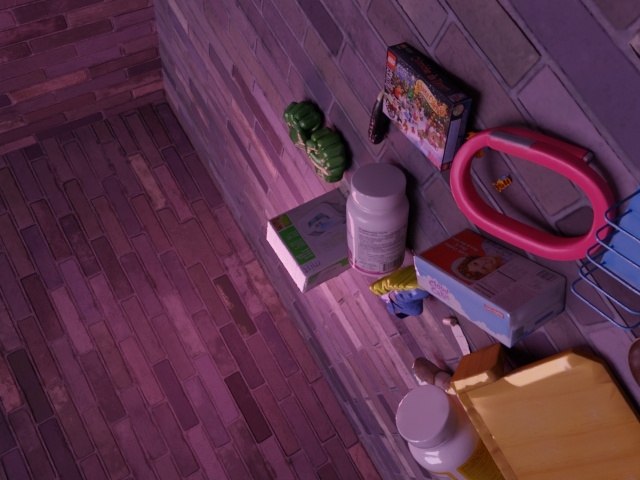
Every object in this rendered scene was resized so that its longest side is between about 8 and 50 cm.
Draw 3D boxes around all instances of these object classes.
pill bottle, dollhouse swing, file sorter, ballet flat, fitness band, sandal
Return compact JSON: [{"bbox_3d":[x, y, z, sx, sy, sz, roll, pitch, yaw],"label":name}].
[{"bbox_3d":[0.147,-0.051,1.338,0.160,0.160,0.283,48,155,37],"label":"pill bottle"},{"bbox_3d":[0.513,0.379,1.122,0.346,0.305,0.315,60,-159,8],"label":"dollhouse swing"},{"bbox_3d":[0.459,0.030,0.746,0.118,0.105,0.170,46,154,37],"label":"file sorter"},{"bbox_3d":[0.135,-0.295,1.212,0.049,0.058,0.173,60,160,25],"label":"ballet flat"},{"bbox_3d":[0.355,-0.081,0.884,0.291,0.054,0.209,32,145,34],"label":"fitness band"},{"bbox_3d":[0.393,0.474,1.515,0.316,0.108,0.106,57,140,2],"label":"ballet flat"},{"bbox_3d":[0.247,0.146,1.422,0.138,0.126,0.317,59,168,2],"label":"sandal"},{"bbox_3d":[0.332,0.493,1.244,0.334,0.188,0.188,46,170,-29],"label":"pill bottle"}]

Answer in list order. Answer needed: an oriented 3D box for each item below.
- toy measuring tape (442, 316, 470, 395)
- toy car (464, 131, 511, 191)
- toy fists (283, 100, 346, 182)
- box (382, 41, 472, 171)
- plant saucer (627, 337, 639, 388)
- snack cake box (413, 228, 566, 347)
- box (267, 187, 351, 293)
[{"bbox_3d":[0.376,0.374,1.377,0.330,0.121,0.121,65,160,-6],"label":"toy measuring tape"},{"bbox_3d":[0.323,-0.157,0.978,0.041,0.060,0.122,-33,104,28],"label":"toy car"},{"bbox_3d":[-0.018,-0.301,1.532,0.279,0.096,0.142,55,158,26],"label":"toy fists"},{"bbox_3d":[0.205,-0.272,1.040,0.159,0.044,0.233,86,158,-49],"label":"box"},{"bbox_3d":[0.574,0.218,0.811,0.168,0.029,0.168,51,156,33],"label":"plant saucer"},{"bbox_3d":[0.336,0.085,1.051,0.264,0.152,0.089,37,148,51],"label":"snack cake box"},{"bbox_3d":[0.000,0.000,1.621,0.231,0.262,0.126,55,159,23],"label":"box"}]
